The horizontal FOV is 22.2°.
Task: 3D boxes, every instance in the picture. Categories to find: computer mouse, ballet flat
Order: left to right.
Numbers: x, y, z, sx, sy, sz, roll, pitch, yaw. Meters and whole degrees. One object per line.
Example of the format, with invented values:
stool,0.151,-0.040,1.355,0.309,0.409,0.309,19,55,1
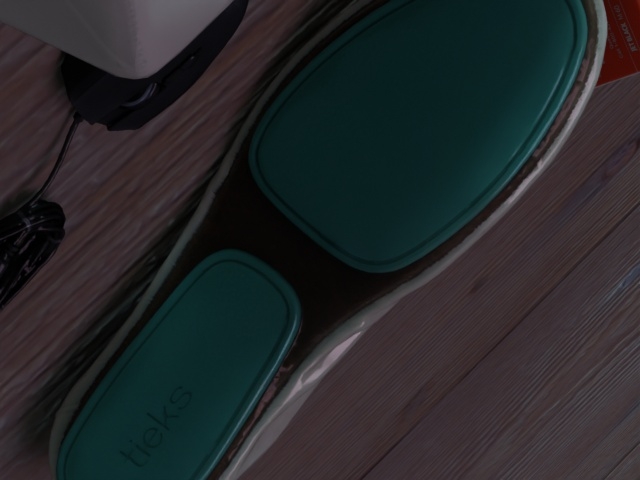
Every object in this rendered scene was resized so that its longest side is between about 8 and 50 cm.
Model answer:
computer mouse,-0.106,-0.044,0.747,0.242,0.041,0.071,-55,152,15
ballet flat,0.000,0.000,0.887,0.400,0.139,0.139,-50,152,13

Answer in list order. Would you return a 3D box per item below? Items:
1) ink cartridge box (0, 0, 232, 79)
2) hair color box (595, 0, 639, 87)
ink cartridge box,-0.021,-0.220,0.403,0.353,0.207,0.119,-50,154,-31
hair color box,0.149,-0.112,0.907,0.093,0.053,0.167,-26,-176,-36
